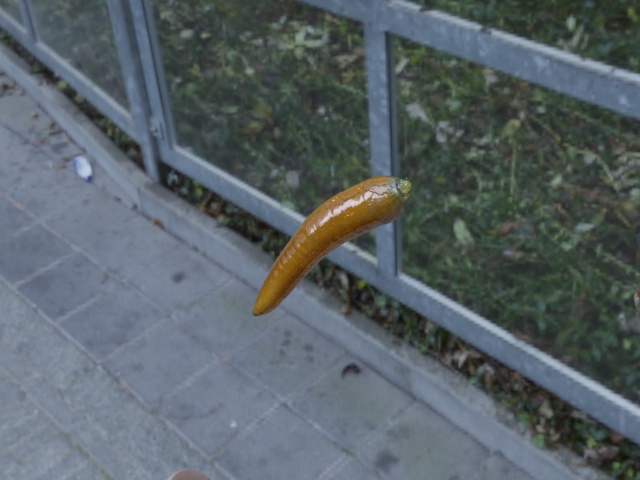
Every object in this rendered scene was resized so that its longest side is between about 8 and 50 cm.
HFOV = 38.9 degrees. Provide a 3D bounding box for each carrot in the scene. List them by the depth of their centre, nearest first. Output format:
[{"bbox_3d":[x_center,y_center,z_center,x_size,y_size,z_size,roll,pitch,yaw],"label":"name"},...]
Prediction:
[{"bbox_3d":[0.000,0.000,1.101,0.271,0.066,0.062,-35,43,23],"label":"carrot"}]

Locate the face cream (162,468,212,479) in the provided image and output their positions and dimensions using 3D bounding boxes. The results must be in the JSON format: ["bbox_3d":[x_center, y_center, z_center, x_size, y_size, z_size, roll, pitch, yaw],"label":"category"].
[{"bbox_3d":[-0.211,0.429,1.345,0.104,0.149,0.149,-36,30,21],"label":"face cream"}]

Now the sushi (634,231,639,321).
[{"bbox_3d":[0.324,0.046,0.835,0.051,0.215,0.192,-6,68,-3],"label":"sushi"}]
